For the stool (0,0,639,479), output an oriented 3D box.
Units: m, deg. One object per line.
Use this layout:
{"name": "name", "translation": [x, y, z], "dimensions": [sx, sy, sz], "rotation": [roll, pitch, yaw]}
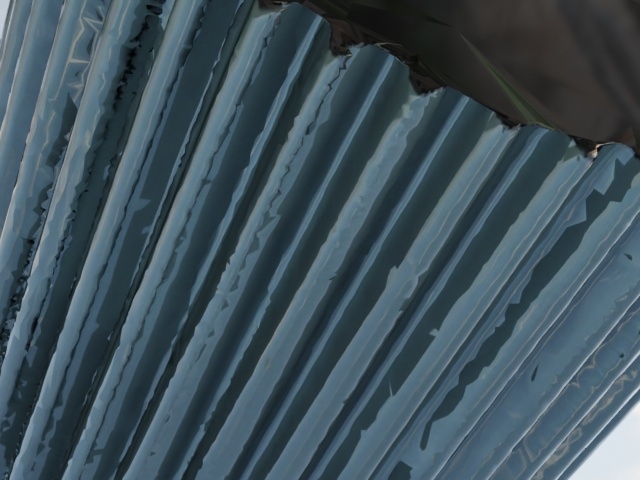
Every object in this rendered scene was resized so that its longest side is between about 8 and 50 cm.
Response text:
{"name": "stool", "translation": [0.000, 0.000, 0.595], "dimensions": [0.297, 0.330, 0.297], "rotation": [17, -143, -13]}
